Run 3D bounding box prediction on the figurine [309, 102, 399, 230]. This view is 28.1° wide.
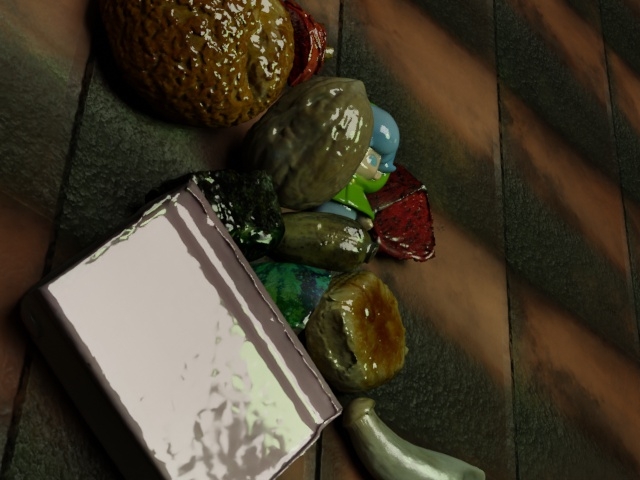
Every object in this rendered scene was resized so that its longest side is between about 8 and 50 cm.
[{"bbox_3d":[0.039,-0.113,2.054,0.162,0.143,0.263,19,67,-11],"label":"figurine"}]

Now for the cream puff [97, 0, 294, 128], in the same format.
[{"bbox_3d":[-0.160,-0.308,1.852,0.303,0.212,0.303,38,38,-38],"label":"cream puff"}]

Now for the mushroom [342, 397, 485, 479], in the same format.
[{"bbox_3d":[0.135,0.337,1.912,0.270,0.103,0.118,37,38,-26],"label":"mushroom"}]

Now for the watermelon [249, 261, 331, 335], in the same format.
[{"bbox_3d":[-0.053,0.075,1.794,0.128,0.146,0.231,52,37,-15],"label":"watermelon"}]

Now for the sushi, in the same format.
[{"bbox_3d":[-0.140,-0.025,1.768,0.225,0.124,0.127,-3,70,-59],"label":"sushi"}]

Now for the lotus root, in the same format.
[{"bbox_3d":[0.000,0.000,1.937,0.179,0.080,0.089,10,66,-4],"label":"lotus root"}]

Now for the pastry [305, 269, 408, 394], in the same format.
[{"bbox_3d":[0.053,0.142,1.929,0.192,0.093,0.182,-33,105,-58],"label":"pastry"}]

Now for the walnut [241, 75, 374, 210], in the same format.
[{"bbox_3d":[-0.012,-0.149,1.917,0.178,0.230,0.178,41,3,-3],"label":"walnut"}]

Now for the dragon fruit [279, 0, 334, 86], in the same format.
[{"bbox_3d":[-0.020,-0.344,2.176,0.106,0.083,0.162,0,66,-55],"label":"dragon fruit"}]

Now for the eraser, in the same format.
[{"bbox_3d":[-0.169,0.145,1.567,0.272,0.122,0.359,-41,102,-34],"label":"eraser"}]

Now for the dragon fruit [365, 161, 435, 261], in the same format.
[{"bbox_3d":[0.118,-0.035,2.164,0.127,0.121,0.161,44,-26,57],"label":"dragon fruit"}]
